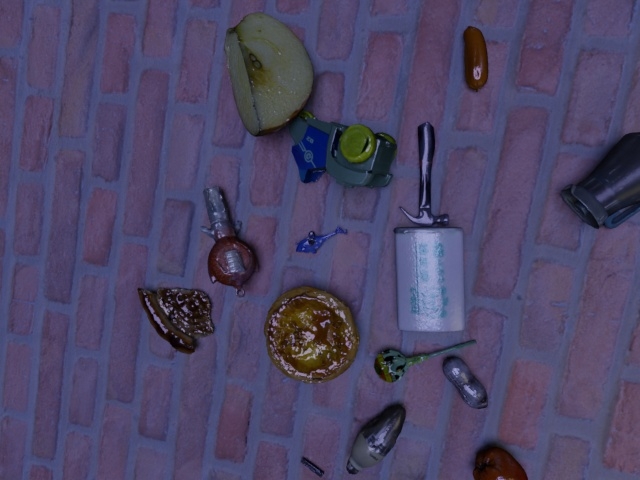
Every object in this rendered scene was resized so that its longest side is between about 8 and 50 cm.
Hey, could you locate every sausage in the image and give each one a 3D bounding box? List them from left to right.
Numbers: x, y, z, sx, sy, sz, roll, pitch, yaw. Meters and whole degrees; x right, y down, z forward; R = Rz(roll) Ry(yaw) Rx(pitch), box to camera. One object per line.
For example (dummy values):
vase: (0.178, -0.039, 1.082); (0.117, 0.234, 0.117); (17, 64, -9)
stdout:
sausage: (0.423, -0.497, 1.105); (0.061, 0.054, 0.184); (-3, 91, -18)

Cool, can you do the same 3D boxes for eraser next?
eraser: (0.305, 0.105, 1.144); (0.188, 0.104, 0.291); (-3, 94, 6)

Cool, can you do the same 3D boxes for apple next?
apple: (-0.156, -0.451, 1.144); (0.253, 0.179, 0.347); (-20, 81, 27)

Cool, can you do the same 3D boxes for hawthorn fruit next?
hawthorn fruit: (0.503, 0.661, 1.136); (0.137, 0.133, 0.133); (27, 98, -3)

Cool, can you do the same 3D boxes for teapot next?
teapot: (0.761, -0.137, 1.028); (0.225, 0.171, 0.203); (-39, 117, 17)

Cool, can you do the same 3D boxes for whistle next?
whistle: (-0.284, 0.005, 1.232); (0.142, 0.134, 0.347); (-16, 82, -4)

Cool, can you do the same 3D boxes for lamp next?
lamp: (0.165, 0.589, 1.203); (0.101, 0.101, 0.250); (40, 96, 5)

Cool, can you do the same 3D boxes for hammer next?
hammer: (0.293, -0.187, 1.158); (0.136, 0.037, 0.291); (-1, 94, 8)

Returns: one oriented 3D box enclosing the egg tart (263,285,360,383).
egg tart: (-0.023, 0.274, 1.208); (0.289, 0.115, 0.291); (1, 94, 8)

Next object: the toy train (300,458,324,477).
toy train: (-0.026, 0.716, 1.286); (0.083, 0.017, 0.017); (34, 97, 6)

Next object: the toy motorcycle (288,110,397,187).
toy motorcycle: (0.037, -0.240, 1.142); (0.326, 0.191, 0.200); (21, 106, 27)

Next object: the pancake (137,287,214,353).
pancake: (-0.469, 0.259, 1.313); (0.256, 0.056, 0.213); (5, 95, 10)

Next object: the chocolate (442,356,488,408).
chocolate: (0.413, 0.407, 1.161); (0.072, 0.072, 0.167); (-39, 86, 10)

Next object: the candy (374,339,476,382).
candy: (0.304, 0.333, 1.185); (0.305, 0.083, 0.091); (-19, 74, 2)

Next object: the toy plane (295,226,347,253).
toy plane: (0.000, 0.000, 1.220); (0.167, 0.054, 0.062); (-26, 114, 12)
